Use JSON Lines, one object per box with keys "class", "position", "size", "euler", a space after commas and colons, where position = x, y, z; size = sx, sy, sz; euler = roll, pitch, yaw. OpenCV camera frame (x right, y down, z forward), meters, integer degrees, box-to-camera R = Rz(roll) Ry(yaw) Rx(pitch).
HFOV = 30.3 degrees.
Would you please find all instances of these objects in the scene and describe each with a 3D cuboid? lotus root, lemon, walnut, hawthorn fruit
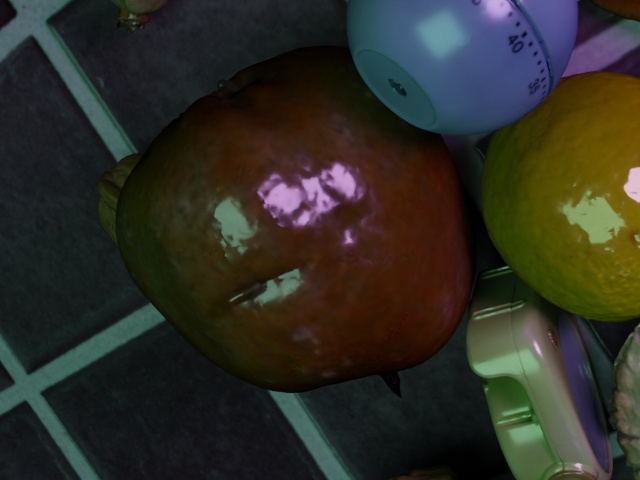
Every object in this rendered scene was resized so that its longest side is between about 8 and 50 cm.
{"class": "lotus root", "position": [-0.155, -0.249, 1.032], "size": [0.073, 0.062, 0.150], "euler": [27, 122, 23]}
{"class": "lemon", "position": [0.207, -0.036, 0.870], "size": [0.203, 0.178, 0.178], "euler": [46, 124, 3]}
{"class": "walnut", "position": [-0.157, -0.032, 1.111], "size": [0.124, 0.105, 0.105], "euler": [38, 125, 26]}
{"class": "hawthorn fruit", "position": [0.000, 0.000, 0.947], "size": [0.268, 0.268, 0.301], "euler": [-29, 105, 34]}

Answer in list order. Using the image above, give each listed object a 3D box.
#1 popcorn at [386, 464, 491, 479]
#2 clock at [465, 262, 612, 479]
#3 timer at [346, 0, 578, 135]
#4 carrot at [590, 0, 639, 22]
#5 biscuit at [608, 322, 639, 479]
{"class": "popcorn", "position": [0.130, 0.319, 1.032], "size": [0.270, 0.224, 0.258], "euler": [40, 166, -15]}
{"class": "clock", "position": [0.186, 0.139, 0.962], "size": [0.069, 0.170, 0.232], "euler": [-17, 106, 18]}
{"class": "timer", "position": [0.124, -0.180, 0.840], "size": [0.175, 0.255, 0.175], "euler": [25, 140, 23]}
{"class": "carrot", "position": [0.298, -0.156, 0.853], "size": [0.216, 0.048, 0.048], "euler": [19, 119, 24]}
{"class": "biscuit", "position": [0.321, 0.136, 0.944], "size": [0.179, 0.084, 0.281], "euler": [14, 118, 21]}
